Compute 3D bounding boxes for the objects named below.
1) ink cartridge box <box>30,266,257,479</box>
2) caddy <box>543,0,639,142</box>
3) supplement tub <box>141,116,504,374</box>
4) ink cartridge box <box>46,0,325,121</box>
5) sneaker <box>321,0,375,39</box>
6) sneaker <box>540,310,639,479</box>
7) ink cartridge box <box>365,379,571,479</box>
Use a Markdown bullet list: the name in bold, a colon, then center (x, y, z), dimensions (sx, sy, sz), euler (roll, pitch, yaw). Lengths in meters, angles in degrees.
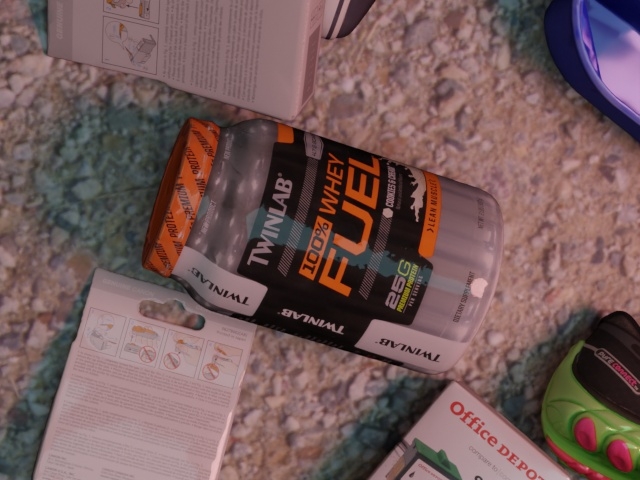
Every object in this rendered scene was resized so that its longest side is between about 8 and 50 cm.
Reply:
- **ink cartridge box**: center (-0.176, 0.161, 1.491), dimensions (0.181, 0.056, 0.224), euler (17, 75, -12)
- **caddy**: center (0.391, -0.200, 1.472), dimensions (0.341, 0.179, 0.241), euler (36, 89, -12)
- **supplement tub**: center (0.000, 0.000, 1.419), dimensions (0.316, 0.193, 0.193), euler (16, 94, -12)
- **ink cartridge box**: center (-0.121, -0.279, 1.360), dimensions (0.261, 0.066, 0.296), euler (16, 126, 12)
- **sneaker**: center (0.098, -0.329, 1.429), dimensions (0.127, 0.126, 0.321), euler (24, 91, -7)
- **sneaker**: center (0.472, 0.213, 1.513), dimensions (0.483, 0.185, 0.202), euler (26, 68, -3)
- **ink cartridge box**: center (0.127, 0.272, 1.505), dimensions (0.160, 0.092, 0.219), euler (39, 89, 10)
